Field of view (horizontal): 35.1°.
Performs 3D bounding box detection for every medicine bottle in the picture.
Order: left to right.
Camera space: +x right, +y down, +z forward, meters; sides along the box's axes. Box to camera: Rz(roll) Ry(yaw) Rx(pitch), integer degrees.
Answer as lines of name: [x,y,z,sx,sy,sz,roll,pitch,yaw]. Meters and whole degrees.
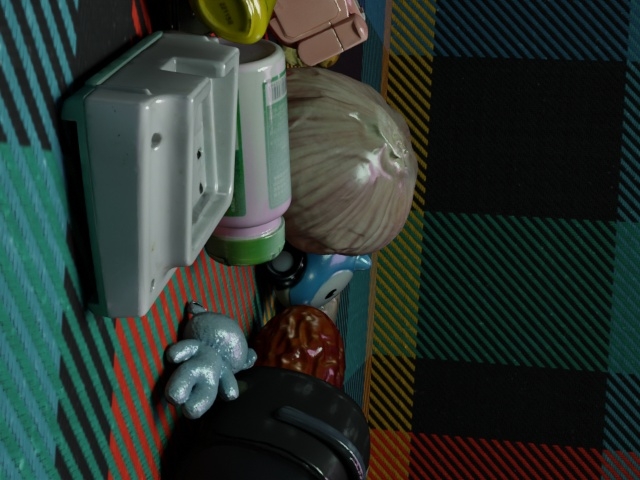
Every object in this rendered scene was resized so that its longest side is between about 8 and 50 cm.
medicine bottle: [-0.103,-0.107,1.274,0.133,0.133,0.274,-69,159,-61]
medicine bottle: [-0.089,-0.329,1.193,0.111,0.076,0.309,52,24,-25]

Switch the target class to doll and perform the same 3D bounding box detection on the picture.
doll: [-0.152,0.161,1.276,0.120,0.075,0.180,48,38,-14]

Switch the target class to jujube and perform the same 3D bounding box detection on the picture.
jujube: [-0.044,0.219,1.643,0.250,0.174,0.174,-83,170,-45]

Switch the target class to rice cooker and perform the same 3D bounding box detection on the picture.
rice cooker: [-0.058,0.303,1.332,0.224,0.267,0.267,-52,145,-68]

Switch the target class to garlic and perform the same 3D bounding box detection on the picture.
garlic: [0.023,-0.120,1.550,0.317,0.259,0.317,16,66,-39]

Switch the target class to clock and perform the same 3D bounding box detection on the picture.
clock: [-0.155,-0.077,1.040,0.262,0.116,0.231,-65,157,-63]
clock: [-0.026,-0.406,1.591,0.241,0.142,0.227,-84,148,-66]

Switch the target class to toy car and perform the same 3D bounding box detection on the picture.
toy car: [0.000,0.000,1.770,0.188,0.190,0.255,64,33,-73]

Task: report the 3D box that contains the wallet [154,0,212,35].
wallet: [-0.138,-0.341,1.249,0.317,0.044,0.169,-57,150,-70]

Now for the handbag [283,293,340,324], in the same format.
handbag: [-0.020,0.110,1.929,0.182,0.117,0.270,66,29,-53]

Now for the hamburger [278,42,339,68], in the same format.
hamburger: [-0.014,-0.405,1.810,0.214,0.108,0.213,0,90,-85]
